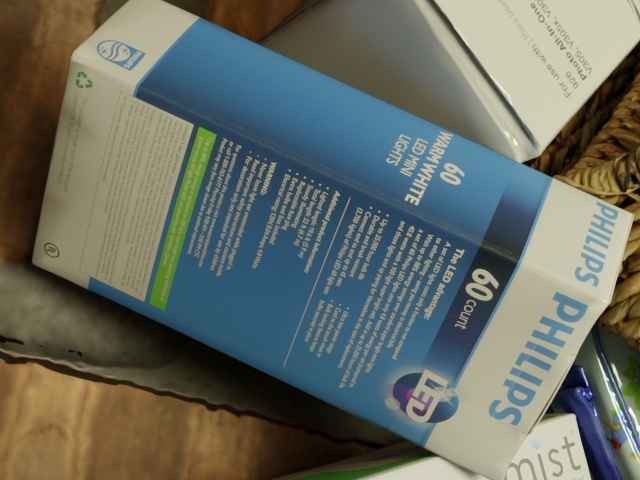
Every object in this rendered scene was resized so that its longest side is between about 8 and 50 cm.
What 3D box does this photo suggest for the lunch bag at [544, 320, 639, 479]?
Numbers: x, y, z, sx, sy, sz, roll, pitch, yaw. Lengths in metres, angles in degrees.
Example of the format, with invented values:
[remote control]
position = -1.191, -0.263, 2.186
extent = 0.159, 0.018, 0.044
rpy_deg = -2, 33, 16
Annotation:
[lunch bag]
position = 0.230, 0.112, 0.846
extent = 0.176, 0.090, 0.219
rpy_deg = -25, 93, -36

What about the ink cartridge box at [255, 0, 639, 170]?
[ink cartridge box]
position = 0.096, -0.143, 0.752
extent = 0.121, 0.211, 0.289
rpy_deg = 52, 55, -11

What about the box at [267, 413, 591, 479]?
[box]
position = 0.026, 0.229, 0.659
extent = 0.262, 0.127, 0.231
rpy_deg = -9, 84, -34

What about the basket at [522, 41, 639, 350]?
[basket]
position = 0.246, -0.084, 0.764
extent = 0.223, 0.213, 0.299
rpy_deg = 33, 44, 9

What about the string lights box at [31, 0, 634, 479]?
[string lights box]
position = 0.000, 0.000, 0.626
extent = 0.259, 0.133, 0.077
rpy_deg = 25, 40, 4
